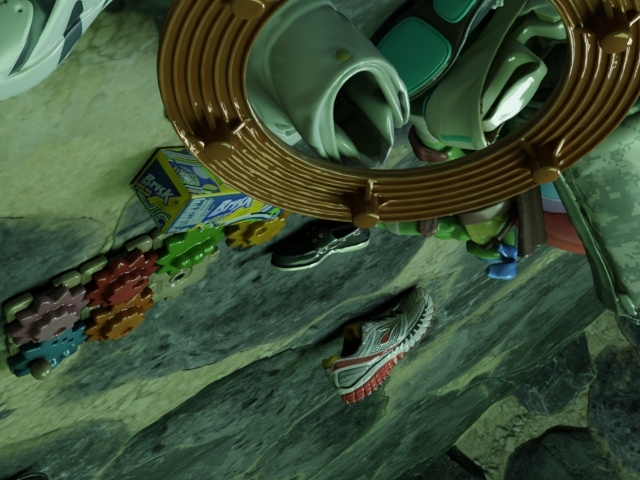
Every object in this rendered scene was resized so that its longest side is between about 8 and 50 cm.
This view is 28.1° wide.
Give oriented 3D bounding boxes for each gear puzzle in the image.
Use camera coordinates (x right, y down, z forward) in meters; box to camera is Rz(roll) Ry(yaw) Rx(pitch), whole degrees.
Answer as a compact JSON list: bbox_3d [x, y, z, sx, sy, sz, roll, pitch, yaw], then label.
[{"bbox_3d":[-0.163,0.044,1.316,0.339,0.044,0.175,-28,160,-24],"label":"gear puzzle"}]

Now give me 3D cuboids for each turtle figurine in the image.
[{"bbox_3d":[0.126,-0.106,1.382,0.198,0.275,0.266,-14,140,1],"label":"turtle figurine"}]

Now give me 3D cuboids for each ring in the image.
[{"bbox_3d":[0.059,-0.105,0.862,0.336,0.032,0.336,-4,145,-2],"label":"ring"}]

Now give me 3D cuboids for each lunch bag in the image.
[{"bbox_3d":[0.346,-0.092,1.313,0.256,0.212,0.305,-41,124,-12],"label":"lunch bag"}]

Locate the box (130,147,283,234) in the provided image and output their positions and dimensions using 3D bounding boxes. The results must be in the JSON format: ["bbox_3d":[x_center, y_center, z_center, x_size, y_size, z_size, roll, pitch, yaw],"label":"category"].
[{"bbox_3d":[-0.091,-0.051,1.190,0.054,0.059,0.169,-46,159,30],"label":"box"}]

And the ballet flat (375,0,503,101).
[{"bbox_3d":[0.116,-0.202,1.183,0.074,0.074,0.203,-10,144,-53],"label":"ballet flat"}]

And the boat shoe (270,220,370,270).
[{"bbox_3d":[-0.001,-0.001,1.506,0.133,0.049,0.042,-20,128,-24],"label":"boat shoe"}]

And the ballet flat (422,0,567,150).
[{"bbox_3d":[0.194,-0.186,1.212,0.248,0.086,0.086,-55,164,-11],"label":"ballet flat"}]

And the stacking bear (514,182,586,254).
[{"bbox_3d":[0.305,-0.148,1.519,0.289,0.164,0.175,99,6,-49],"label":"stacking bear"}]

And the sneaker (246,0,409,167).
[{"bbox_3d":[-0.012,-0.106,1.030,0.108,0.169,0.292,-35,163,-9],"label":"sneaker"}]

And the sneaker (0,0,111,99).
[{"bbox_3d":[-0.151,-0.180,0.719,0.235,0.094,0.153,-30,159,-19],"label":"sneaker"}]

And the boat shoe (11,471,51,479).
[{"bbox_3d":[-0.391,0.320,1.585,0.125,0.046,0.038,-19,161,-21],"label":"boat shoe"}]

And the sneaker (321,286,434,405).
[{"bbox_3d":[0.091,0.145,1.956,0.225,0.093,0.088,-46,-173,-30],"label":"sneaker"}]
